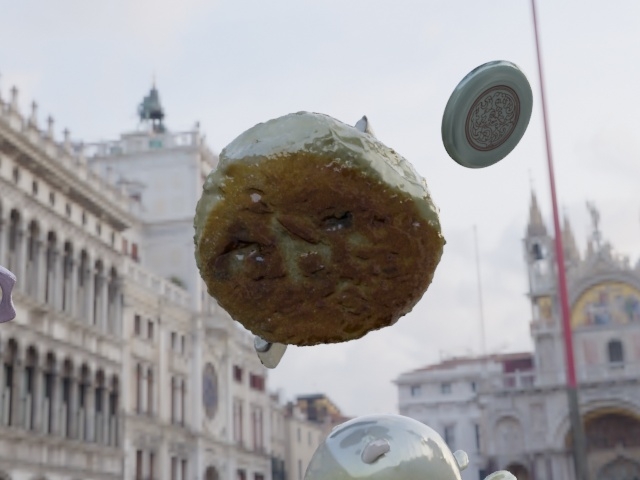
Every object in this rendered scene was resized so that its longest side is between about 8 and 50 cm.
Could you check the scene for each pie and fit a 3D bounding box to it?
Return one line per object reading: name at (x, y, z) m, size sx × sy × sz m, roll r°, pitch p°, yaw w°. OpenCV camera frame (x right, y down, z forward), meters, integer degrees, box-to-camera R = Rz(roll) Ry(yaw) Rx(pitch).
pie at (-0.008, -0.001, 1.342) m, size 0.315 × 0.315 × 0.092 m, roll -2°, pitch 22°, yaw 1°

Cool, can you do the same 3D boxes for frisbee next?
frisbee at (0.161, -0.119, 1.047) m, size 0.110 × 0.110 × 0.014 m, roll 12°, pitch 18°, yaw -40°

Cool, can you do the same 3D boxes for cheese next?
cheese at (-0.002, 0.000, 1.613) m, size 0.034 × 0.400 × 0.085 m, roll 19°, pitch -20°, yaw 19°

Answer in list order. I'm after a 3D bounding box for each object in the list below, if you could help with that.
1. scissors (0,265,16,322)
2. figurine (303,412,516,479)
scissors at (-0.352, 0.014, 0.909) m, size 0.212 × 0.110 × 0.021 m, roll 46°, pitch 3°, yaw -21°
figurine at (0.142, 0.391, 1.335) m, size 0.275 × 0.394 × 0.226 m, roll -19°, pitch -31°, yaw -3°
